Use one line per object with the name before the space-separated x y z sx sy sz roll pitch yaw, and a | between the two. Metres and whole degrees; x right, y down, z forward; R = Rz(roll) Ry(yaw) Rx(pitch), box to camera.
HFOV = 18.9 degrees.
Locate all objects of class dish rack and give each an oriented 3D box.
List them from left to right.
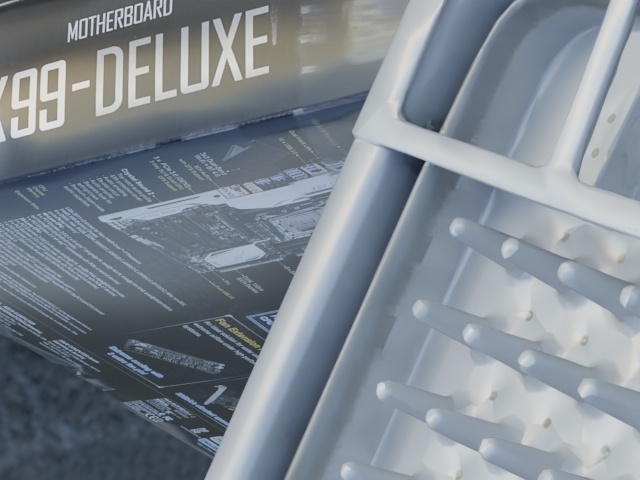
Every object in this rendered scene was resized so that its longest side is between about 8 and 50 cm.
dish rack | 0.076 0.082 0.465 0.072 0.333 0.285 24 180 -36

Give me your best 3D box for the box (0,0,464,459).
box | 0.000 0.000 0.742 0.242 0.076 0.307 -12 151 26
